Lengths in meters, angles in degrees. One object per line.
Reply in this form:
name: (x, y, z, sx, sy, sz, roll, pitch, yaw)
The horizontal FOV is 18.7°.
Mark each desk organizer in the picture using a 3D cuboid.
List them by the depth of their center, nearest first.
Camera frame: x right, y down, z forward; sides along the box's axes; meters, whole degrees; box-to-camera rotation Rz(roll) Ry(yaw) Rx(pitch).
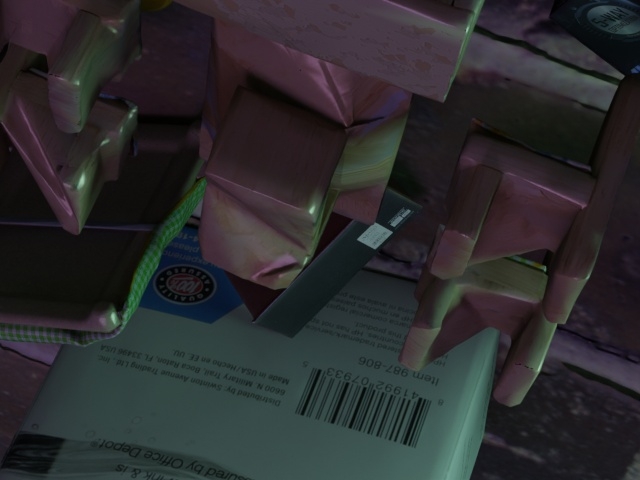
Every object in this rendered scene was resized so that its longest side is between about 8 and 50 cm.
desk organizer: (0.000, 0.000, 1.309, 0.130, 0.050, 0.047, -45, 144, 15)

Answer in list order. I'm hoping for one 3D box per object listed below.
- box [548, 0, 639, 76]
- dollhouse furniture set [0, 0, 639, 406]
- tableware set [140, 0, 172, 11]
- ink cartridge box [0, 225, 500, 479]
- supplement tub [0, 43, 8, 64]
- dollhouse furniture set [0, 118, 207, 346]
box: (0.183, -0.135, 1.117, 0.067, 0.018, 0.083, 35, 139, -15)
dollhouse furniture set: (0.014, -0.144, 1.059, 0.362, 0.256, 0.394, 21, 156, 3)
tableware set: (-0.128, -0.186, 1.209, 0.154, 0.024, 0.104, 7, 142, 17)
ink cartridge box: (-0.066, 0.201, 1.324, 0.285, 0.395, 0.166, 14, 140, 11)
supplement tub: (-0.298, -0.180, 1.121, 0.235, 0.235, 0.325, 17, 140, 7)
dollhouse furniture set: (-0.212, 0.023, 1.346, 0.301, 0.197, 0.151, 4, 136, 23)
